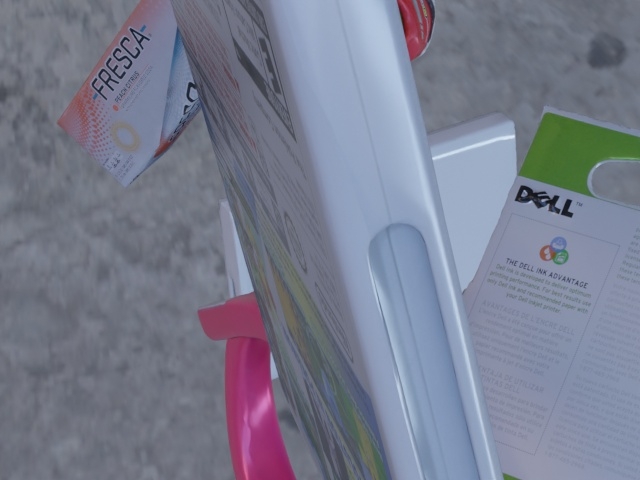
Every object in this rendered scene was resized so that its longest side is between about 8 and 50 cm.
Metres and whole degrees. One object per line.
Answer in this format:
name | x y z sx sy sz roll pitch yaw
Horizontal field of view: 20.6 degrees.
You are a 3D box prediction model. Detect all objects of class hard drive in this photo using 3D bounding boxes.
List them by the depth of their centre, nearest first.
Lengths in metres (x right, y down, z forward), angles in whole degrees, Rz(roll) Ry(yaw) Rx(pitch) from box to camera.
hard drive | 0.062 0.008 1.991 0.353 0.047 0.233 -18 124 -20

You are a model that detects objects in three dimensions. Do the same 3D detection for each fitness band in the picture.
fitness band | -0.007 0.130 1.113 0.054 0.291 0.209 -18 93 -18

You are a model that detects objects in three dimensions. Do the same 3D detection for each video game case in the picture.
video game case | 0.000 0.000 0.634 0.036 0.329 0.300 -18 115 -7

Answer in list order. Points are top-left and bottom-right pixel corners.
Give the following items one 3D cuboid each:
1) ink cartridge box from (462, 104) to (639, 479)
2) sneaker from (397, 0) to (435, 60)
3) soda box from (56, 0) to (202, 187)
ink cartridge box | 0.191 0.064 1.138 0.255 0.189 0.097 -66 150 -9
sneaker | 0.016 -0.286 1.756 0.279 0.118 0.107 42 121 -19
soda box | -0.086 -0.110 1.041 0.063 0.058 0.183 43 137 -1
